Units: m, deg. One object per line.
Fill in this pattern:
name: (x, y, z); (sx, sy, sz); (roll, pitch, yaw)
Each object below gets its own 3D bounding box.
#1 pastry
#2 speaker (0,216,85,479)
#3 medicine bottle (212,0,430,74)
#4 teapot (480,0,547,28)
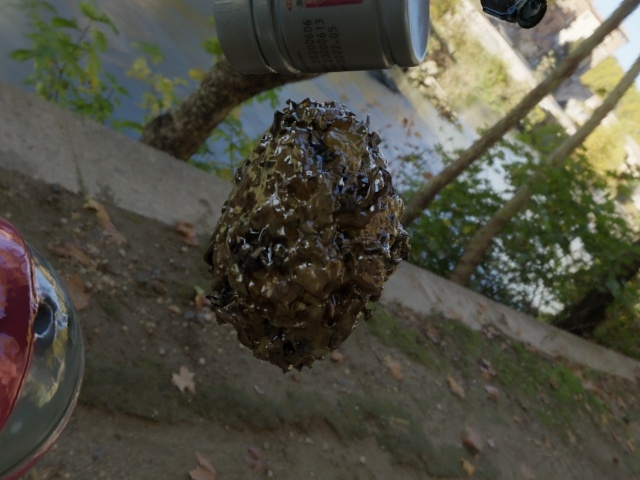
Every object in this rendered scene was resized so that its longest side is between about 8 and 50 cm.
pastry: (0.000, 0.000, 0.657); (0.193, 0.275, 0.275); (23, 32, -20)
speaker: (-0.366, 0.111, 0.645); (0.294, 0.294, 0.294); (42, 24, -23)
medicine bottle: (0.002, -0.109, 0.320); (0.058, 0.091, 0.058); (2, 90, -71)
teapot: (0.229, -0.295, 0.824); (0.063, 0.049, 0.083); (6, 31, -36)
